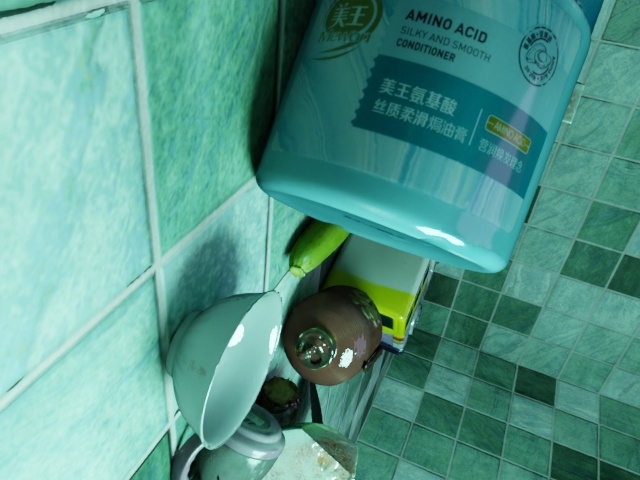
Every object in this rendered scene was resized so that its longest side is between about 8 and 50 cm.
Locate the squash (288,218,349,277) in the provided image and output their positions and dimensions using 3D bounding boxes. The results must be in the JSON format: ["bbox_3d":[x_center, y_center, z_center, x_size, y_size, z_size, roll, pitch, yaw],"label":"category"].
[{"bbox_3d":[0.000,0.000,0.949,0.201,0.066,0.066,-52,155,-51],"label":"squash"}]

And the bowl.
[{"bbox_3d":[-0.121,0.132,0.646,0.189,0.086,0.189,20,90,-76],"label":"bowl"}]

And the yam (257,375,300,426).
[{"bbox_3d":[-0.084,0.327,1.019,0.079,0.079,0.141,-40,148,-62],"label":"yam"}]

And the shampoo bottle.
[{"bbox_3d":[0.123,-0.168,0.690,0.331,0.331,0.343,25,85,-75],"label":"shampoo bottle"}]

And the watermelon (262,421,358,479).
[{"bbox_3d":[-0.080,0.434,0.923,0.224,0.180,0.305,36,98,-36],"label":"watermelon"}]

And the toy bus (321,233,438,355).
[{"bbox_3d":[0.179,0.011,1.325,0.249,0.209,0.440,79,34,-58],"label":"toy bus"}]

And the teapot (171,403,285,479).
[{"bbox_3d":[-0.130,0.314,0.782,0.146,0.116,0.148,-63,170,7],"label":"teapot"}]

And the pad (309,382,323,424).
[{"bbox_3d":[-0.031,0.452,1.214,0.375,0.063,0.315,-97,178,-52],"label":"pad"}]

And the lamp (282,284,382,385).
[{"bbox_3d":[0.030,0.178,1.047,0.258,0.180,0.180,-17,124,-73],"label":"lamp"}]

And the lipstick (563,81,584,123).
[{"bbox_3d":[0.310,-0.310,1.088,0.080,0.371,0.076,-38,143,-64],"label":"lipstick"}]
